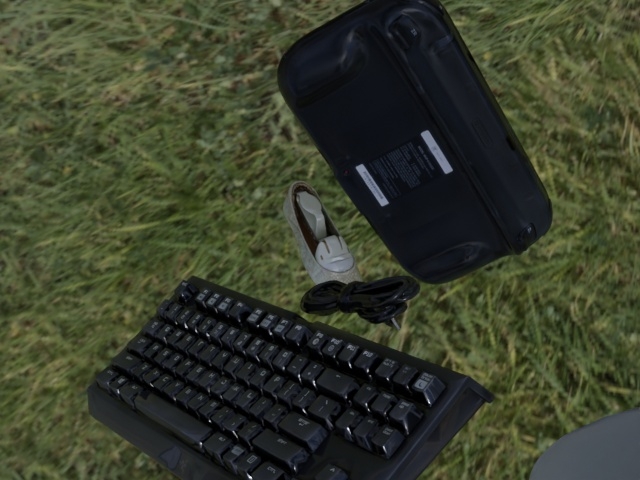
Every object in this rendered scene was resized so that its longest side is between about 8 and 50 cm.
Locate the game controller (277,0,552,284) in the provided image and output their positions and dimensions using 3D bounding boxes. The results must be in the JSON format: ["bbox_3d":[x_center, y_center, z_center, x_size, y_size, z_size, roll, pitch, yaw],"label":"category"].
[{"bbox_3d":[0.095,-0.085,1.028,0.167,0.067,0.319,-21,126,21],"label":"game controller"}]

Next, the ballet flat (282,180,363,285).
[{"bbox_3d":[0.000,0.000,1.243,0.168,0.057,0.052,58,155,31],"label":"ballet flat"}]

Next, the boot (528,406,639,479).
[{"bbox_3d":[0.250,0.154,0.588,0.258,0.095,0.123,-13,128,39],"label":"boot"}]

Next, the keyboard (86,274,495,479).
[{"bbox_3d":[-0.016,0.045,0.401,0.180,0.108,0.023,15,143,54],"label":"keyboard"}]
